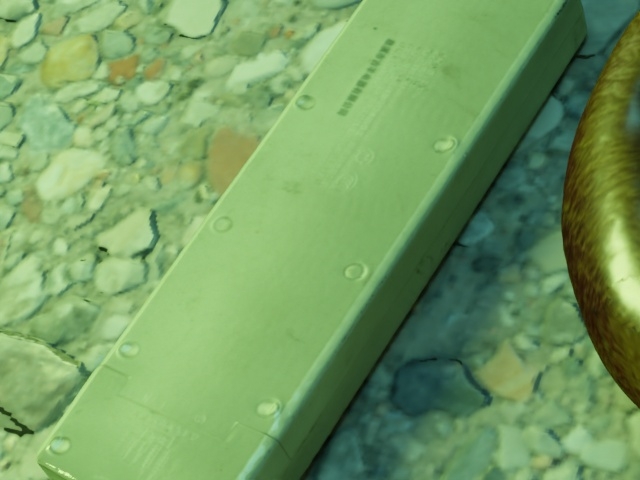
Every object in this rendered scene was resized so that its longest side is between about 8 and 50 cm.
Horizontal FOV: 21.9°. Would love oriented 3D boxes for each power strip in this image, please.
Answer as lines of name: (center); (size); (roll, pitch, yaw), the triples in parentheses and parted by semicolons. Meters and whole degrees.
power strip: (0.000, 0.000, 0.777); (0.106, 0.043, 0.367); (20, 63, 32)

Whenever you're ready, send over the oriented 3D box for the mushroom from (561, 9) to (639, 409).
mushroom: (0.213, -0.012, 0.634); (0.253, 0.153, 0.253); (-9, 52, 11)
